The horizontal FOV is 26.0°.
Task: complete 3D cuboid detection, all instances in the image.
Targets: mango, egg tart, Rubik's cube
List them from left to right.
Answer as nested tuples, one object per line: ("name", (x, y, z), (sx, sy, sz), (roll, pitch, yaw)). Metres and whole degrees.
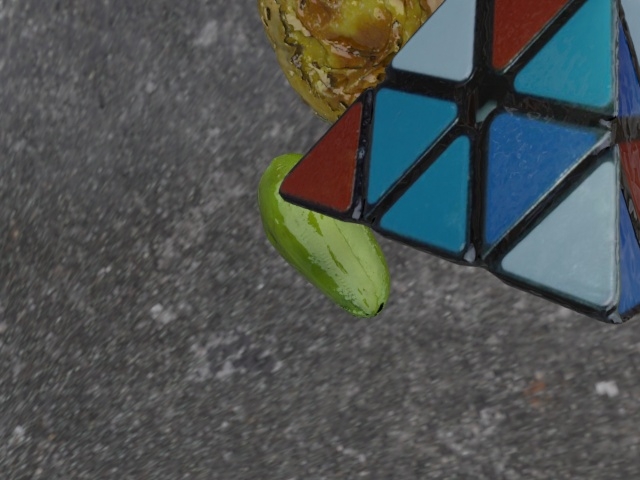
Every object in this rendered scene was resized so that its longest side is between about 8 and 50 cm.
("mango", (0.000, 0.000, 1.224), (0.165, 0.074, 0.091), (60, 27, 4))
("egg tart", (0.059, -0.240, 1.484), (0.297, 0.297, 0.132), (53, 47, 1))
("Rubik's cube", (0.094, -0.019, 0.702), (0.250, 0.234, 0.284), (-14, 119, 7))
